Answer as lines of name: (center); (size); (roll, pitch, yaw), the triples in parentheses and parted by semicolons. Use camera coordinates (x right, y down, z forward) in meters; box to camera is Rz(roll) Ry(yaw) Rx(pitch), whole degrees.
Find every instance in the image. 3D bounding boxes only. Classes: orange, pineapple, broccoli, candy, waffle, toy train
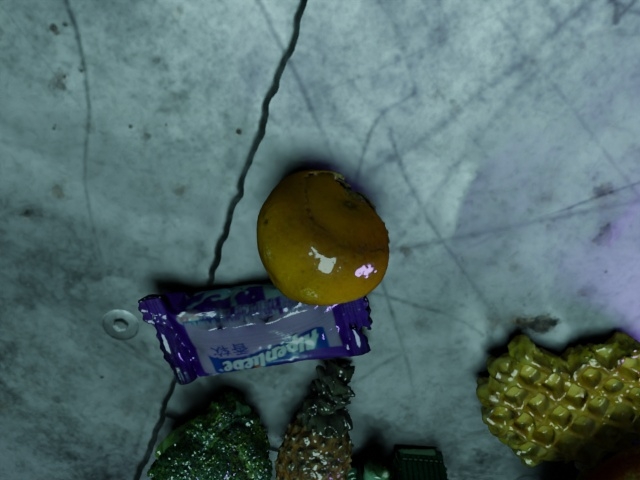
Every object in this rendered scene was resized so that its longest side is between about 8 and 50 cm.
orange: (0.000, 0.000, 0.798); (0.157, 0.156, 0.134); (36, 124, -17)
pineapple: (0.002, 0.249, 0.960); (0.108, 0.108, 0.197); (12, 110, -5)
broccoli: (-0.147, 0.300, 0.956); (0.195, 0.156, 0.195); (-31, 139, -31)
candy: (-0.074, 0.105, 0.900); (0.275, 0.070, 0.145); (-10, 124, 2)
waffle: (0.339, 0.203, 0.950); (0.253, 0.056, 0.249); (-27, 117, 16)
toy train: (0.094, 0.407, 1.038); (0.155, 0.115, 0.269); (1, 119, -9)

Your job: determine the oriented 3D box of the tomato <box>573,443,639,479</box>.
tomato: (0.434, 0.397, 0.915); (0.304, 0.239, 0.303); (-17, 141, -15)
